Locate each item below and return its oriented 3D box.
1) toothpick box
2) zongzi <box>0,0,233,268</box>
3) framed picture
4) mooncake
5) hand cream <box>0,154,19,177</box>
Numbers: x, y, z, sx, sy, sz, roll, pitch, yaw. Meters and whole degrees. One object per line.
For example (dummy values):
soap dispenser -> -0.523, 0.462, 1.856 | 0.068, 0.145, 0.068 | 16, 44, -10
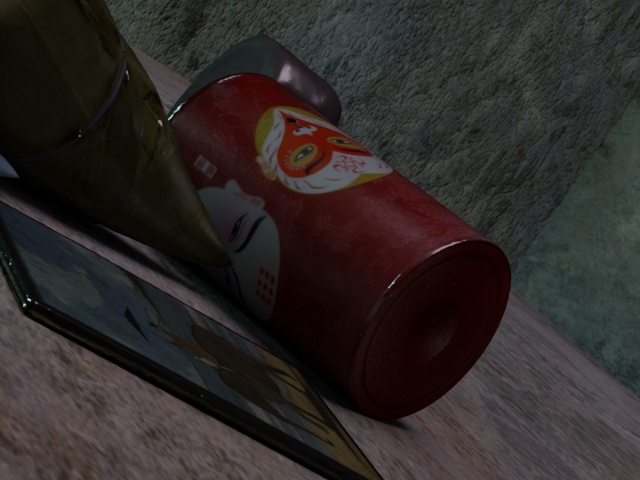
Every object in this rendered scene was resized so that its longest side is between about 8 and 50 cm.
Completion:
toothpick box -> 0.000, 0.000, 1.852 | 0.333, 0.204, 0.204 | 39, 7, 36
zongzi -> -0.282, -0.140, 1.787 | 0.356, 0.174, 0.393 | 25, -21, 46
framed picture -> -0.111, 0.082, 1.496 | 0.347, 0.016, 0.265 | 31, 8, -25
mooncake -> -0.089, -0.117, 2.179 | 0.133, 0.245, 0.245 | 37, 5, -20
hand cream -> -0.328, -0.097, 1.589 | 0.065, 0.043, 0.171 | 29, -2, 45
